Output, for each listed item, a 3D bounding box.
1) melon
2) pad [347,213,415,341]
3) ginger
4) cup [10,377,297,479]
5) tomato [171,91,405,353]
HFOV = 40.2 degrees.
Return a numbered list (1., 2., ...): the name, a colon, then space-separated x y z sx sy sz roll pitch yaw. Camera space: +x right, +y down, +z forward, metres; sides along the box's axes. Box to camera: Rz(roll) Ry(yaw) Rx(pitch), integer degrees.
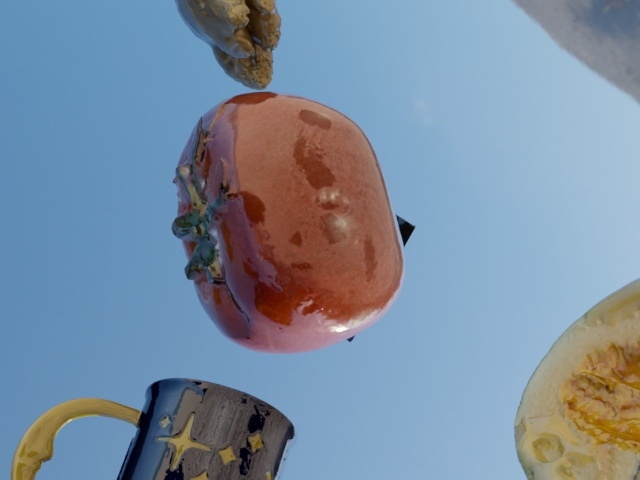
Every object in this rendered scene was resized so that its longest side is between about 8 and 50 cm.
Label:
1. melon: 0.176 0.093 0.478 0.079 0.128 0.160 38 -108 -25
2. pad: 0.000 0.000 1.382 0.300 0.202 0.005 35 -170 40
3. ginger: -0.122 -0.349 1.286 0.236 0.166 0.375 44 -167 -6
4. cup: -0.180 0.290 0.913 0.178 0.255 0.256 72 -149 -52
5. tomato: -0.038 -0.031 1.112 0.273 0.341 0.341 -12 -117 -24
